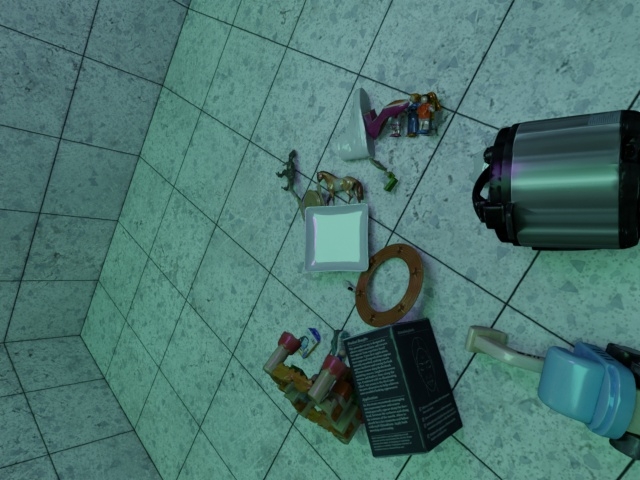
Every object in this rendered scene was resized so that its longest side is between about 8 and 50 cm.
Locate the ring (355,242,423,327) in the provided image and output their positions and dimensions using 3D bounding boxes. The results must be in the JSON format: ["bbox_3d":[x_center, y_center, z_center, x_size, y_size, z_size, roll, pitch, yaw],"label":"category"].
[{"bbox_3d":[0.245,0.161,1.663,0.336,0.032,0.337,-34,42,37],"label":"ring"}]

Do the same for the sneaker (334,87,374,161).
[{"bbox_3d":[0.127,-0.479,1.850,0.169,0.108,0.293,-7,83,35],"label":"sneaker"}]

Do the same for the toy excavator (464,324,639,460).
[{"bbox_3d":[0.664,0.366,1.255,0.444,0.433,0.223,14,96,10],"label":"toy excavator"}]

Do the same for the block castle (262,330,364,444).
[{"bbox_3d":[0.009,0.546,1.670,0.302,0.454,0.213,18,56,36],"label":"block castle"}]

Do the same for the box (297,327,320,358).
[{"bbox_3d":[-0.056,0.454,1.973,0.081,0.028,0.136,50,118,30],"label":"box"}]

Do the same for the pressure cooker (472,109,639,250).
[{"bbox_3d":[0.649,-0.162,1.239,0.419,0.369,0.376,2,84,35],"label":"pressure cooker"}]

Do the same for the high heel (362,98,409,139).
[{"bbox_3d":[0.261,-0.458,1.689,0.244,0.082,0.117,-4,118,51],"label":"high heel"}]

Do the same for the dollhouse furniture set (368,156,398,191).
[{"bbox_3d":[0.241,-0.262,1.760,0.152,0.076,0.059,50,115,29],"label":"dollhouse furniture set"}]

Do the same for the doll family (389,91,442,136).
[{"bbox_3d":[0.367,-0.477,1.667,0.263,0.118,0.163,16,104,60],"label":"doll family"}]

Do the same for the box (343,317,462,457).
[{"bbox_3d":[0.285,0.493,1.526,0.211,0.293,0.396,-25,71,34],"label":"box"}]

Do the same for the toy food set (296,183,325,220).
[{"bbox_3d":[-0.029,-0.168,1.976,0.192,0.038,0.133,-24,80,53],"label":"toy food set"}]

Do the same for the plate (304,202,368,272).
[{"bbox_3d":[0.068,-0.007,1.825,0.277,0.045,0.278,-3,81,21],"label":"plate"}]

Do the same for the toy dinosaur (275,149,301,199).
[{"bbox_3d":[-0.151,-0.297,2.077,0.118,0.064,0.269,-25,66,45],"label":"toy dinosaur"}]

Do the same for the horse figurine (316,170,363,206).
[{"bbox_3d":[0.091,-0.214,1.885,0.263,0.066,0.175,4,95,41],"label":"horse figurine"}]

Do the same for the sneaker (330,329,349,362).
[{"bbox_3d":[0.072,0.452,1.860,0.076,0.064,0.167,18,95,55],"label":"sneaker"}]

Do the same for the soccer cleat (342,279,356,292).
[{"bbox_3d":[0.118,0.192,1.848,0.083,0.035,0.029,37,109,34],"label":"soccer cleat"}]

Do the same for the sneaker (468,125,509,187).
[{"bbox_3d":[0.568,-0.293,1.506,0.094,0.080,0.212,35,110,47],"label":"sneaker"}]
